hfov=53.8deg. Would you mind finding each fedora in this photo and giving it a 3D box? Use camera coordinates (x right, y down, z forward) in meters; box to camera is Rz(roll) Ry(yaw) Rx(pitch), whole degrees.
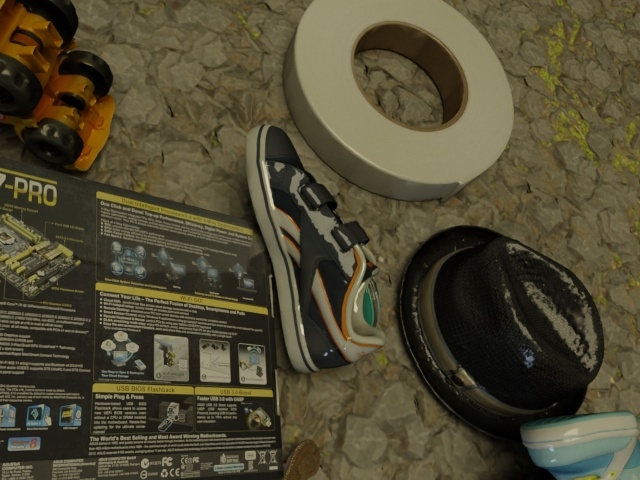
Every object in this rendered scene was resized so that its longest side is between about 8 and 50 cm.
[{"bbox_3d":[0.281,0.109,0.890,0.334,0.152,0.333,8,66,-19],"label":"fedora"}]

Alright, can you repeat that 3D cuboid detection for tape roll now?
[{"bbox_3d":[0.132,-0.249,1.028,0.393,0.072,0.391,8,65,-18],"label":"tape roll"}]

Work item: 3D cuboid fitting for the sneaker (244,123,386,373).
[{"bbox_3d":[0.000,0.000,0.798,0.128,0.126,0.320,-14,91,16],"label":"sneaker"}]

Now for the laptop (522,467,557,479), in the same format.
[{"bbox_3d":[0.256,0.436,0.826,0.265,0.136,0.234,-18,74,0],"label":"laptop"}]

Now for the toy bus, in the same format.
[{"bbox_3d":[-0.387,-0.191,0.758,0.212,0.220,0.149,0,58,14],"label":"toy bus"}]

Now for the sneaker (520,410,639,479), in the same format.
[{"bbox_3d":[0.364,0.327,0.791,0.319,0.127,0.208,21,58,-43],"label":"sneaker"}]

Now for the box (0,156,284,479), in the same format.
[{"bbox_3d":[-0.218,0.101,0.650,0.395,0.097,0.318,14,64,-43],"label":"box"}]

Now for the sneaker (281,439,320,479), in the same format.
[{"bbox_3d":[-0.046,0.288,0.757,0.042,0.067,0.118,54,29,-3],"label":"sneaker"}]

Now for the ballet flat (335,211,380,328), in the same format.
[{"bbox_3d":[0.042,0.036,0.883,0.070,0.070,0.188,-22,82,-27],"label":"ballet flat"}]
